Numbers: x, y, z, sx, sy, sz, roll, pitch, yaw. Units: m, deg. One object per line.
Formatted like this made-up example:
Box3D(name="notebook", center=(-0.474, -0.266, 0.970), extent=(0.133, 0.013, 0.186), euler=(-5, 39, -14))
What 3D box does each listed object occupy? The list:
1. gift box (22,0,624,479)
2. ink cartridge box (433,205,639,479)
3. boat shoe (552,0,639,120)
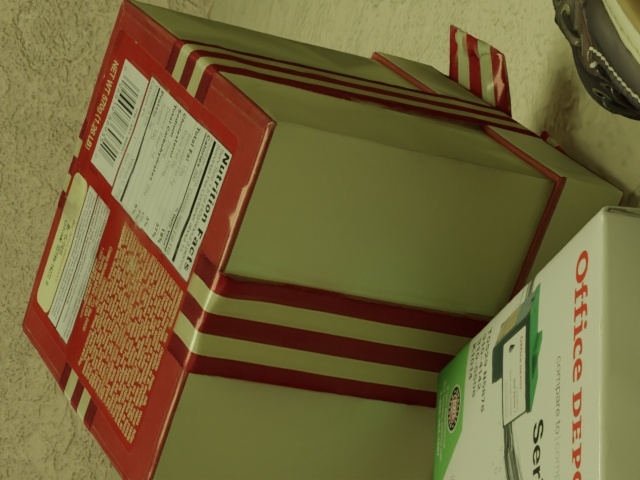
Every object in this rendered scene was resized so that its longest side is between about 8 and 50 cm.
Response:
Box3D(name="gift box", center=(0.000, 0.000, 1.040), extent=(0.276, 0.258, 0.255), euler=(51, 124, 53))
Box3D(name="ink cartridge box", center=(0.128, 0.101, 0.828), extent=(0.219, 0.092, 0.160), euler=(122, 155, -61))
Box3D(name="boat shoe", center=(0.164, -0.099, 0.840), extent=(0.285, 0.102, 0.092), euler=(-95, 15, -63))
